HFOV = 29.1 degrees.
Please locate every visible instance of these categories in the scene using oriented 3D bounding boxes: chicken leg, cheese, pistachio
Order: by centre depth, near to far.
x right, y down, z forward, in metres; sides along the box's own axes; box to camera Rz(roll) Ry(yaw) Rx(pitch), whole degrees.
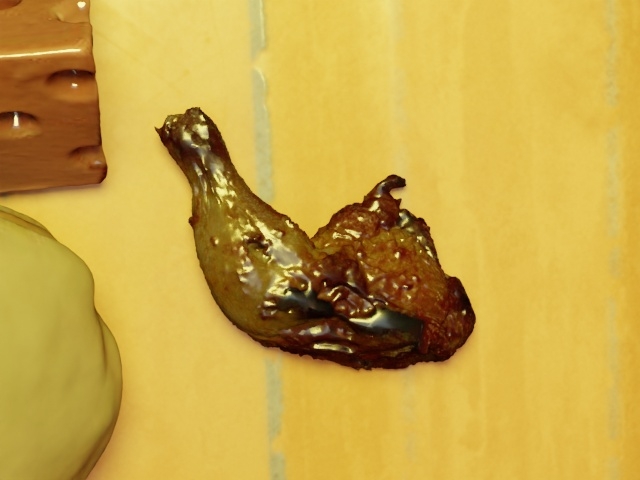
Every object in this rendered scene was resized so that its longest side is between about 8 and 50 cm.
[{"bbox_3d":[-0.371,0.092,0.916,0.446,0.281,0.365,2,94,-25],"label":"pistachio"},{"bbox_3d":[-0.227,-0.115,0.968,0.128,0.203,0.177,-7,127,-10],"label":"cheese"},{"bbox_3d":[-0.007,0.011,1.056,0.323,0.083,0.177,18,85,-12],"label":"chicken leg"}]
